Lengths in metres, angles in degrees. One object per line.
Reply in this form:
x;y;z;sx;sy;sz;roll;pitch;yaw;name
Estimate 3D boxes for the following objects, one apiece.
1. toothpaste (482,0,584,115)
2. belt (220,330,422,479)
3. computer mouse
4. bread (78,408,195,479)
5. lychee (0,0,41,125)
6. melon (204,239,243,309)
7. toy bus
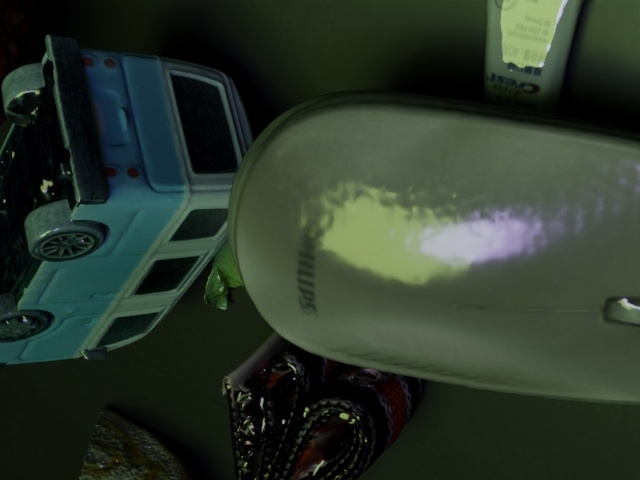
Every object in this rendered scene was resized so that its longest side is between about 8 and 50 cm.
0.120;-0.076;0.789;0.062;0.037;0.216;15;122;21;toothpaste
-0.031;0.201;1.027;0.126;0.094;0.359;32;132;15;belt
0.101;0.014;0.770;0.331;0.095;0.197;7;127;16;computer mouse
-0.155;0.220;1.136;0.110;0.156;0.103;-1;125;1;bread
-0.346;-0.162;0.935;0.276;0.304;0.275;-5;77;22;lychee
-0.001;0.001;0.933;0.114;0.053;0.262;45;140;-19;melon
-0.158;-0.014;0.937;0.271;0.165;0.133;-47;51;50;toy bus
